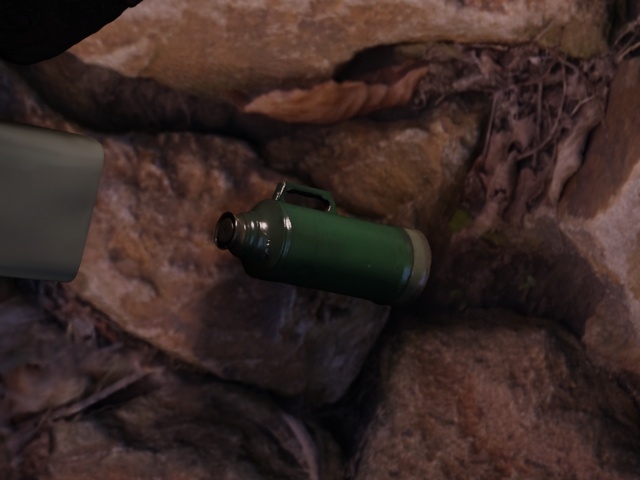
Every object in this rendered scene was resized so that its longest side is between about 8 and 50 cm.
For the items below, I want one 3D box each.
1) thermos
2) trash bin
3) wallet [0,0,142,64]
[{"bbox_3d":[0.001,0.004,1.136,0.187,0.073,0.083,12,102,-33],"label":"thermos"},{"bbox_3d":[-0.237,-0.032,0.991,0.129,0.059,0.116,8,103,-34],"label":"trash bin"},{"bbox_3d":[-0.223,-0.225,0.839,0.170,0.044,0.321,-28,148,14],"label":"wallet"}]
